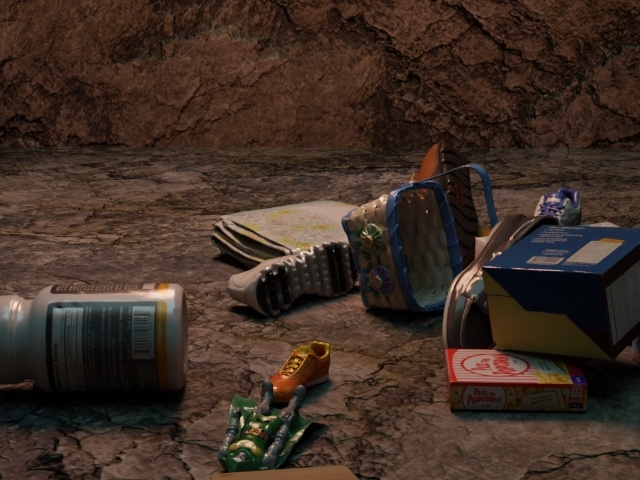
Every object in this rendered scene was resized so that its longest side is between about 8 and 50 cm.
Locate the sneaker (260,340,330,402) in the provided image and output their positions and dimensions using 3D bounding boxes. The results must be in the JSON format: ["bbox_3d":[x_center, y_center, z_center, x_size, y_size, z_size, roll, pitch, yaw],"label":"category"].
[{"bbox_3d":[-0.040,0.193,1.756,0.064,0.067,0.175,7,17,22],"label":"sneaker"}]

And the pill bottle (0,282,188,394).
[{"bbox_3d":[-0.338,0.145,1.760,0.278,0.162,0.162,-1,14,-2],"label":"pill bottle"}]

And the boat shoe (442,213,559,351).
[{"bbox_3d":[0.292,0.067,1.913,0.095,0.112,0.335,-17,29,42],"label":"boat shoe"}]

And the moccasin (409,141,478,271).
[{"bbox_3d":[0.225,-0.046,2.392,0.139,0.147,0.380,26,35,-21],"label":"moccasin"}]

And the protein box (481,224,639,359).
[{"bbox_3d":[0.386,0.072,1.805,0.200,0.136,0.201,3,20,38],"label":"protein box"}]

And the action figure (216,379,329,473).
[{"bbox_3d":[-0.077,0.251,1.549,0.137,0.063,0.232,6,18,11],"label":"action figure"}]

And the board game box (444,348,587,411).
[{"bbox_3d":[0.282,0.203,1.745,0.193,0.045,0.147,0,14,3],"label":"board game box"}]

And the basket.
[{"bbox_3d":[0.196,0.014,2.114,0.289,0.254,0.201,-14,3,33],"label":"basket"}]

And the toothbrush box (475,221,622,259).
[{"bbox_3d":[0.455,0.061,2.152,0.295,0.126,0.216,-7,16,-21],"label":"toothbrush box"}]

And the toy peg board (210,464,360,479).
[{"bbox_3d":[-0.038,0.306,1.325,0.161,0.079,0.160,-2,-2,-8],"label":"toy peg board"}]

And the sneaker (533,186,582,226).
[{"bbox_3d":[0.477,-0.036,2.532,0.112,0.131,0.296,8,18,25],"label":"sneaker"}]

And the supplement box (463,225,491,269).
[{"bbox_3d":[0.331,0.026,2.392,0.080,0.078,0.233,-5,15,-19],"label":"supplement box"}]

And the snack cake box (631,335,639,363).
[{"bbox_3d":[0.590,0.172,1.774,0.152,0.089,0.264,-2,14,-11],"label":"snack cake box"}]

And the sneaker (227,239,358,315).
[{"bbox_3d":[-0.045,0.062,2.225,0.292,0.110,0.118,-13,10,-42],"label":"sneaker"}]

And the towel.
[{"bbox_3d":[0.000,0.000,2.502,0.374,0.090,0.320,-10,20,-33],"label":"towel"}]
